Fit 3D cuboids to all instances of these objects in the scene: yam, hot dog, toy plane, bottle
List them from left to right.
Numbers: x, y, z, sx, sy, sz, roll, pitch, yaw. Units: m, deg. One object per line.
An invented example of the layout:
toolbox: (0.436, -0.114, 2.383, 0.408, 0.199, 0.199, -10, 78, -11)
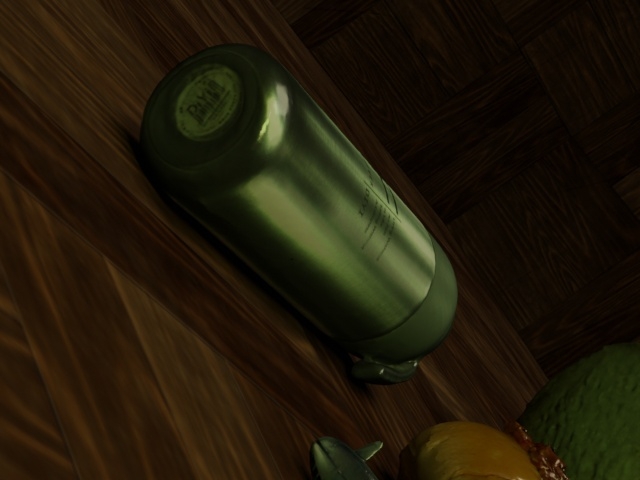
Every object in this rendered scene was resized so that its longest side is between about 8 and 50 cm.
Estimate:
bottle: (0.000, 0.000, 0.744, 0.254, 0.079, 0.096, 45, 47, -56)
toy plane: (0.023, 0.106, 0.550, 0.083, 0.031, 0.078, 60, -7, 26)
hot dog: (0.094, 0.148, 0.641, 0.102, 0.076, 0.249, 48, 9, -23)
yam: (0.212, 0.202, 0.868, 0.268, 0.161, 0.161, 50, 7, -28)
